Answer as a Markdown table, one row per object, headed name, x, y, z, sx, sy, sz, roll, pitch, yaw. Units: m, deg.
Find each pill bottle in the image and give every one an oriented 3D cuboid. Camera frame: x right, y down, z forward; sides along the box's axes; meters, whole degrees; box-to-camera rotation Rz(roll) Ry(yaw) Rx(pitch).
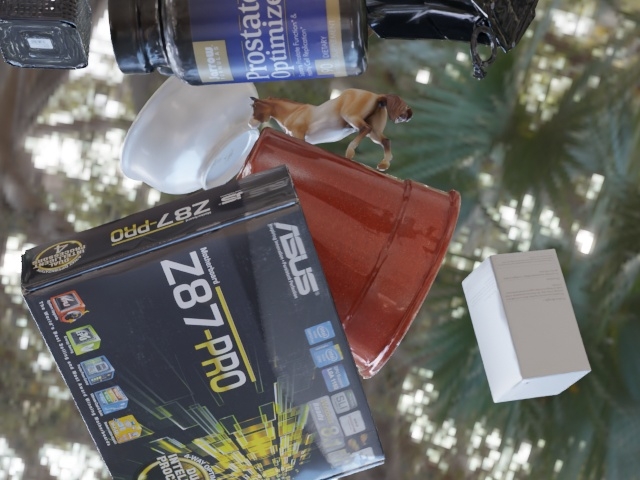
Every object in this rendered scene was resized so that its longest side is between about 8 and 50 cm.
| name | x | y | z | sx | sy | sz | roll | pitch | yaw |
| --- | --- | --- | --- | --- | --- | --- | --- | --- | --- |
| pill bottle | -0.070 | -0.200 | 1.244 | 0.219 | 0.123 | 0.123 | -4 | -156 | 5 |

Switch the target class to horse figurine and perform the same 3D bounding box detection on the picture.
| name | x | y | z | sx | sy | sz | roll | pitch | yaw |
| --- | --- | --- | --- | --- | --- | --- | --- | --- | --- |
| horse figurine | 0.017 | -0.156 | 1.975 | 0.263 | 0.066 | 0.174 | -14 | -137 | 20 |

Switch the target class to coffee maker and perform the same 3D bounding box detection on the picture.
| name | x | y | z | sx | sy | sz | roll | pitch | yaw |
| --- | --- | --- | --- | --- | --- | --- | --- | --- | --- |
| coffee maker | 0.129 | -0.266 | 1.530 | 0.178 | 0.120 | 0.171 | 9 | -139 | 36 |

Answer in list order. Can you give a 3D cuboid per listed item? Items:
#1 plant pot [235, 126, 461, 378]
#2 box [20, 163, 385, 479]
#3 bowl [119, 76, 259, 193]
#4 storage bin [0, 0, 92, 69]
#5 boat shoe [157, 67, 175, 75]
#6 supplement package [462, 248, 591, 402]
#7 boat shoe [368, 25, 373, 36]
| name | x | y | z | sx | sy | sz | roll | pitch | yaw |
| --- | --- | --- | --- | --- | --- | --- | --- | --- | --- |
| plant pot | 0.000 | 0.000 | 1.817 | 0.265 | 0.272 | 0.272 | 26 | -156 | -6 |
| box | -0.127 | 0.139 | 1.632 | 0.318 | 0.395 | 0.097 | -18 | -149 | -1 |
| bowl | -0.202 | -0.184 | 2.486 | 0.134 | 0.298 | 0.298 | 40 | -148 | 15 |
| storage bin | -0.395 | -0.314 | 2.000 | 0.122 | 0.084 | 0.180 | 2 | 166 | -2 |
| boat shoe | -0.089 | -0.249 | 1.686 | 0.095 | 0.079 | 0.254 | 33 | -142 | 32 |
| supplement package | 0.277 | 0.116 | 1.911 | 0.105 | 0.105 | 0.179 | -4 | -112 | -21 |
| boat shoe | -0.048 | -0.344 | 1.805 | 0.285 | 0.104 | 0.089 | 27 | -134 | -38 |
